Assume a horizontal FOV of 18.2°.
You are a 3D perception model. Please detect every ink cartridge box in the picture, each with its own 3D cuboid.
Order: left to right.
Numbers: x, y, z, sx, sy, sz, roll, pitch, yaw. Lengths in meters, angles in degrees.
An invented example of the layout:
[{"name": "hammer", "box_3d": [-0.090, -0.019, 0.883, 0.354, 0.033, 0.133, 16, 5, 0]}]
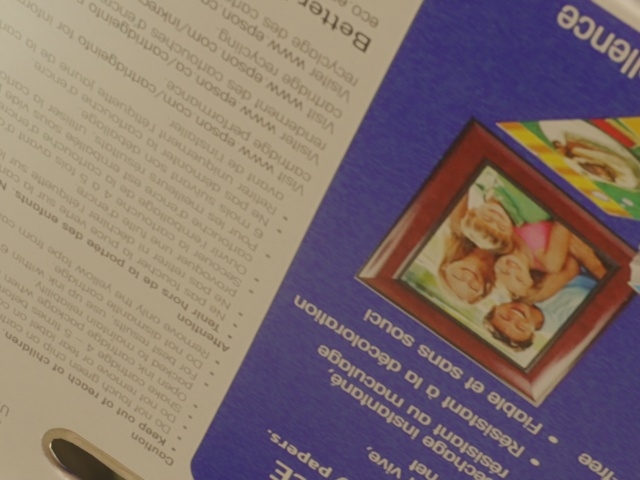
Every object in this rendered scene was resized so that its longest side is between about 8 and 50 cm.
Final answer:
[{"name": "ink cartridge box", "box_3d": [0.000, 0.000, 0.510, 0.072, 0.303, 0.307, -53, 174, -37]}]
